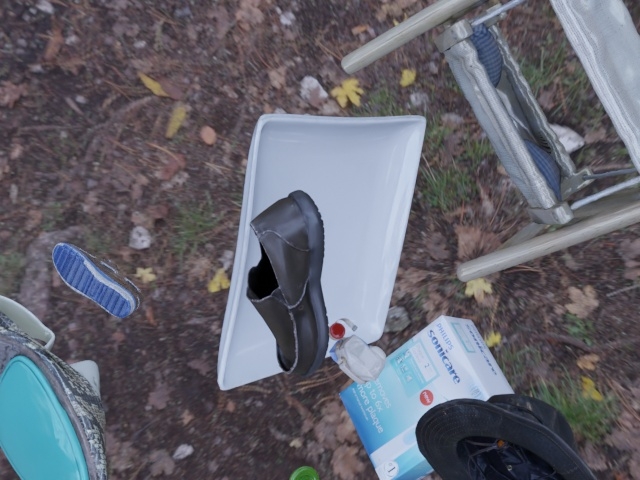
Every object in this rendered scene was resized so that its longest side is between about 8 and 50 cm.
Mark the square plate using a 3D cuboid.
[{"bbox_3d":[0.000,0.000,1.181,0.049,0.344,0.347,22,110,35],"label":"square plate"}]

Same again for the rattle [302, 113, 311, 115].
[{"bbox_3d":[-0.011,-0.120,1.564,0.143,0.130,0.199,-23,61,-22],"label":"rattle"}]

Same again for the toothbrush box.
[{"bbox_3d":[0.215,0.320,1.761,0.295,0.126,0.216,-40,60,24],"label":"toothbrush box"}]

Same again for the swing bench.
[{"bbox_3d":[0.200,-0.122,0.802,0.165,0.255,0.253,-34,99,-36],"label":"swing bench"}]

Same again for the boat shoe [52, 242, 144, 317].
[{"bbox_3d":[-0.388,0.066,1.555,0.183,0.066,0.066,40,116,9],"label":"boat shoe"}]

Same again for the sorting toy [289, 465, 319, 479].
[{"bbox_3d":[-0.032,0.380,1.304,0.061,0.042,0.102,-14,97,-33],"label":"sorting toy"}]

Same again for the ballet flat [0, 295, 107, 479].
[{"bbox_3d":[-0.427,0.178,1.254,0.483,0.182,0.164,38,114,16],"label":"ballet flat"}]

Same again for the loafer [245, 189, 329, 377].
[{"bbox_3d":[-0.042,0.051,0.918,0.078,0.080,0.220,-14,122,-19],"label":"loafer"}]

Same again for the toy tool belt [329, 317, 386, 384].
[{"bbox_3d":[0.034,0.133,1.049,0.083,0.051,0.052,44,64,-5],"label":"toy tool belt"}]

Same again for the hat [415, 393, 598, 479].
[{"bbox_3d":[0.318,0.332,1.373,0.331,0.331,0.134,35,51,9],"label":"hat"}]
